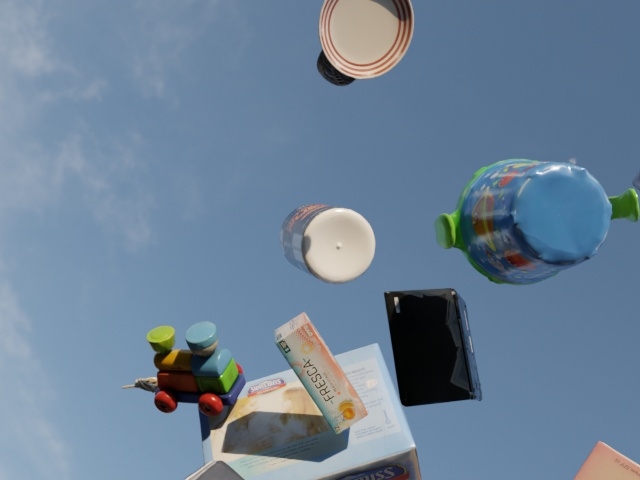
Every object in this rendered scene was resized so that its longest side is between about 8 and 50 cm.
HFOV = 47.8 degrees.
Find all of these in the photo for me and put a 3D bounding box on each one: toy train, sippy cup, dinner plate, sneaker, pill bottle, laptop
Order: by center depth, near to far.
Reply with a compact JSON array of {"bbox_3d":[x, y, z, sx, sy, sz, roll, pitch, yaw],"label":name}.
[{"bbox_3d":[0.061,-0.291,0.981,0.017,0.141,0.141,-139,-142,-60],"label":"dinner plate"},{"bbox_3d":[0.061,-0.338,1.214,0.080,0.081,0.211,37,-34,-5],"label":"sneaker"},{"bbox_3d":[-0.261,0.208,1.229,0.248,0.105,0.143,-1,-61,22],"label":"toy train"},{"bbox_3d":[0.369,-0.037,1.229,0.240,0.305,0.224,47,-5,-2],"label":"sippy cup"},{"bbox_3d":[0.000,0.000,1.303,0.130,0.131,0.246,65,-12,-11],"label":"pill bottle"},{"bbox_3d":[0.245,0.229,1.533,0.137,0.264,0.234,-11,-106,16],"label":"laptop"}]

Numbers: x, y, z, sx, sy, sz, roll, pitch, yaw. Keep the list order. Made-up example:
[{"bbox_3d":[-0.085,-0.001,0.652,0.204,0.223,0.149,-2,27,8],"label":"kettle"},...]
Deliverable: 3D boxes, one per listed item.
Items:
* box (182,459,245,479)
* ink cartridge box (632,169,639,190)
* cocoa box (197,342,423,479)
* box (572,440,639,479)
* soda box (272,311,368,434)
[{"bbox_3d":[-0.027,0.403,0.463,0.396,0.212,0.293,35,-59,19],"label":"box"},{"bbox_3d":[0.390,-0.126,0.504,0.186,0.065,0.311,26,-75,-5],"label":"ink cartridge box"},{"bbox_3d":[-0.014,0.374,1.275,0.347,0.231,0.227,-17,-46,-2],"label":"cocoa box"},{"bbox_3d":[0.475,0.477,1.186,0.127,0.232,0.149,39,-6,-42],"label":"box"},{"bbox_3d":[0.000,0.205,1.114,0.063,0.058,0.183,-32,-78,-1],"label":"soda box"}]
